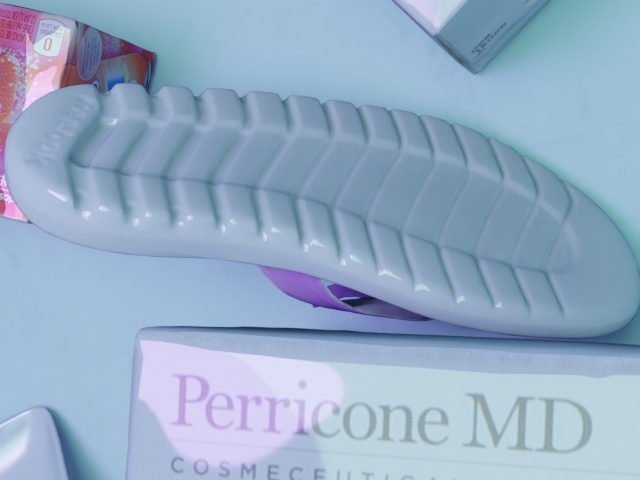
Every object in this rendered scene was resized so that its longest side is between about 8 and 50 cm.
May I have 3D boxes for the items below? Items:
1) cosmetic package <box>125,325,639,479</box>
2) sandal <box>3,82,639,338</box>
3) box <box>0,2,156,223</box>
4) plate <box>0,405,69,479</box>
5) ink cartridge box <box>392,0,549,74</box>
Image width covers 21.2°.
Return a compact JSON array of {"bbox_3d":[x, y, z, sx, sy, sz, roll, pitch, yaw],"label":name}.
[{"bbox_3d":[0.085,0.253,1.001,0.330,0.327,0.393,2,87,17],"label":"cosmetic package"},{"bbox_3d":[0.002,-0.011,1.116,0.416,0.169,0.102,14,136,-5],"label":"sandal"},{"bbox_3d":[-0.291,-0.108,1.221,0.300,0.154,0.142,14,92,15],"label":"box"},{"bbox_3d":[-0.274,0.281,1.181,0.277,0.045,0.278,-27,48,2],"label":"plate"},{"bbox_3d":[0.068,-0.254,1.111,0.232,0.168,0.171,46,99,13],"label":"ink cartridge box"}]
